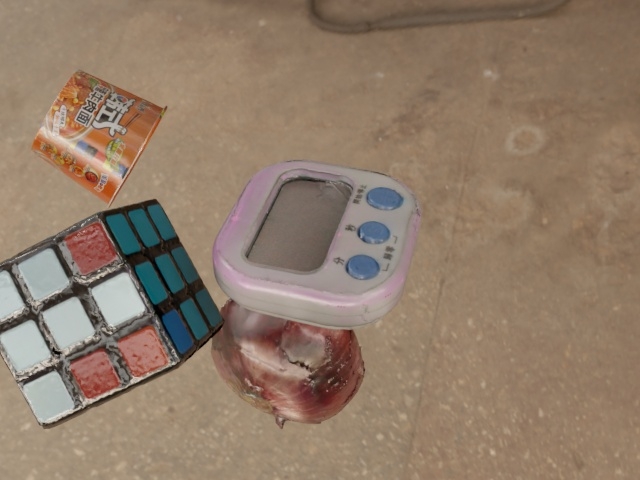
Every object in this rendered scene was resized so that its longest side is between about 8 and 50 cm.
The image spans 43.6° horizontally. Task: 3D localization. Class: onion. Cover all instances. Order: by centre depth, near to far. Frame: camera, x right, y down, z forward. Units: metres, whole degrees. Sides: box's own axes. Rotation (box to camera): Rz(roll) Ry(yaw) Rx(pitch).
[{"bbox_3d":[-0.045,0.159,1.224,0.252,0.252,0.219,8,52,29],"label":"onion"}]

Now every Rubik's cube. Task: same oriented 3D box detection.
[{"bbox_3d":[-0.215,0.066,0.794,0.163,0.160,0.162,-25,93,11],"label":"Rubik's cube"}]

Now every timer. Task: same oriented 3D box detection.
[{"bbox_3d":[0.000,0.000,0.812,0.191,0.069,0.208,11,43,11],"label":"timer"}]

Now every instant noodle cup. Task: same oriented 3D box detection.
[{"bbox_3d":[-0.460,-0.220,1.650,0.250,0.192,0.250,-53,15,22],"label":"instant noodle cup"}]
